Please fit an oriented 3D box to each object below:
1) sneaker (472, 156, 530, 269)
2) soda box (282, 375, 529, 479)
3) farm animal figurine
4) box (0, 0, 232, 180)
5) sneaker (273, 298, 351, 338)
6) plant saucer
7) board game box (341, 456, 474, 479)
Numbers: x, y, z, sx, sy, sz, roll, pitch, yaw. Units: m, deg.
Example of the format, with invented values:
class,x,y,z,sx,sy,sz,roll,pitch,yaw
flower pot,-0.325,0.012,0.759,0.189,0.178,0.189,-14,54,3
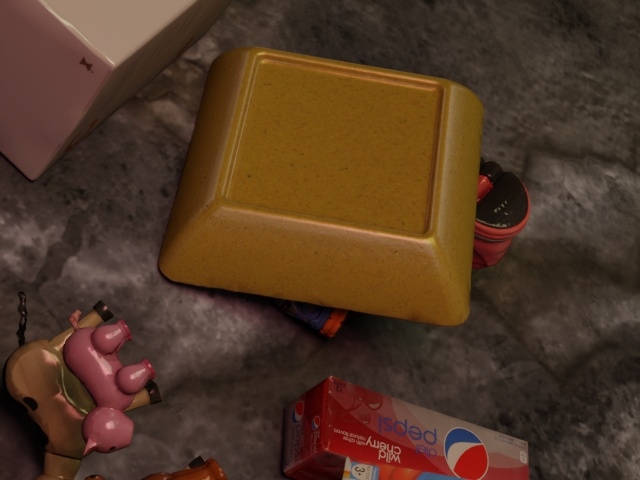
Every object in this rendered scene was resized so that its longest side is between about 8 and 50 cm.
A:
class,x,y,z,sx,sy,sz,roll,pitch,yaw
sneaker,0.100,-0.068,1.447,0.314,0.136,0.116,37,58,20
soda box,0.093,0.229,1.259,0.263,0.092,0.083,21,54,-25
farm animal figurine,-0.163,0.237,0.989,0.172,0.330,0.327,-32,120,-12
box,-0.220,-0.258,1.254,0.168,0.215,0.345,43,46,-5
sneaker,0.000,0.000,1.347,0.087,0.083,0.221,20,49,-15
plant saucer,0.015,-0.086,1.315,0.332,0.081,0.333,9,54,0
board game box,0.141,0.321,1.104,0.275,0.144,0.142,9,36,3
